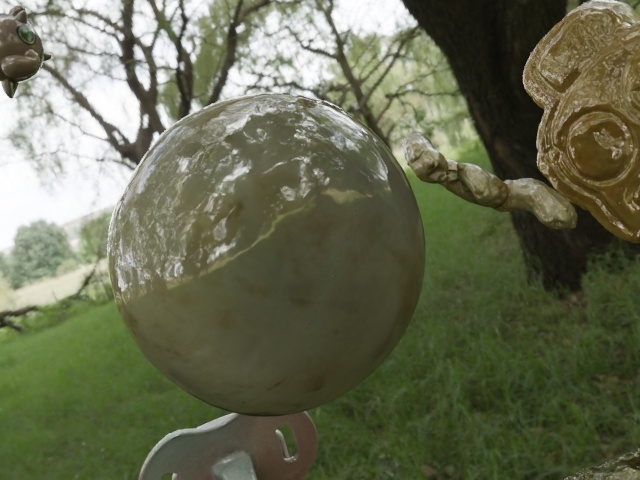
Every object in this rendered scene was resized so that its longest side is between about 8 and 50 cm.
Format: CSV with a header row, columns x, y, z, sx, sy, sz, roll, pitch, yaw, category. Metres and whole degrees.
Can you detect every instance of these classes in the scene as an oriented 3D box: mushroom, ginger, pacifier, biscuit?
x,y,z,sx,sy,sz,roll,pitch,yaw,category
-0.061,0.014,0.789,0.362,0.363,0.294,-24,9,-22,mushroom
0.212,-0.074,0.895,0.149,0.258,0.065,-17,-46,-61,ginger
-0.151,0.413,1.195,0.331,0.221,0.273,-20,-9,-13,pacifier
0.413,-0.148,0.893,0.051,0.376,0.269,-6,-37,-45,biscuit

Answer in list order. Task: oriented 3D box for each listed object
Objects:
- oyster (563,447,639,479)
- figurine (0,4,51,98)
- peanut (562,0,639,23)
x,y,z,sx,sy,sz,roll,pitch,yaw,category
0.493,0.373,1.006,0.197,0.337,0.133,14,34,-19,oyster
-0.548,-0.338,1.199,0.125,0.125,0.138,-20,46,34,figurine
0.493,-0.225,1.105,0.169,0.388,0.192,-28,-31,32,peanut
